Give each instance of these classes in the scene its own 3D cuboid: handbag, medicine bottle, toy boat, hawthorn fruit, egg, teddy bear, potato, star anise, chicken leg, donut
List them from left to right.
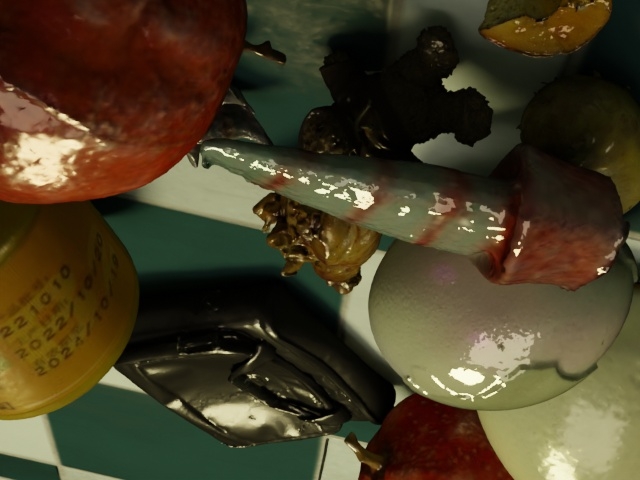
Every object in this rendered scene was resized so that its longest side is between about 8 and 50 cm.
[{"bbox_3d":[-0.317,-0.018,1.248,0.224,0.224,0.384,4,151,18],"label":"medicine bottle"},{"bbox_3d":[-0.137,-0.137,0.965,0.271,0.242,0.242,13,156,-32],"label":"hawthorn fruit"},{"bbox_3d":[-0.137,-0.120,1.149,0.204,0.061,0.180,12,165,14],"label":"star anise"},{"bbox_3d":[-0.076,0.138,1.588,0.244,0.088,0.275,-9,144,29],"label":"handbag"},{"bbox_3d":[0.003,0.000,1.290,0.101,0.085,0.207,-22,159,-6],"label":"chicken leg"},{"bbox_3d":[0.049,-0.029,1.019,0.282,0.096,0.206,9,175,-12],"label":"toy boat"},{"bbox_3d":[0.056,-0.097,1.096,0.160,0.078,0.119,-25,94,36],"label":"teddy bear"},{"bbox_3d":[0.129,0.252,1.571,0.253,0.205,0.205,16,153,-21],"label":"hawthorn fruit"},{"bbox_3d":[0.153,0.043,1.199,0.183,0.183,0.217,32,137,-30],"label":"egg"},{"bbox_3d":[0.153,-0.157,0.978,0.067,0.038,0.083,23,146,-13],"label":"donut"},{"bbox_3d":[0.194,-0.070,1.084,0.091,0.070,0.138,-5,150,20],"label":"potato"},{"bbox_3d":[0.261,0.156,1.367,0.264,0.174,0.286,7,148,6],"label":"egg"}]
